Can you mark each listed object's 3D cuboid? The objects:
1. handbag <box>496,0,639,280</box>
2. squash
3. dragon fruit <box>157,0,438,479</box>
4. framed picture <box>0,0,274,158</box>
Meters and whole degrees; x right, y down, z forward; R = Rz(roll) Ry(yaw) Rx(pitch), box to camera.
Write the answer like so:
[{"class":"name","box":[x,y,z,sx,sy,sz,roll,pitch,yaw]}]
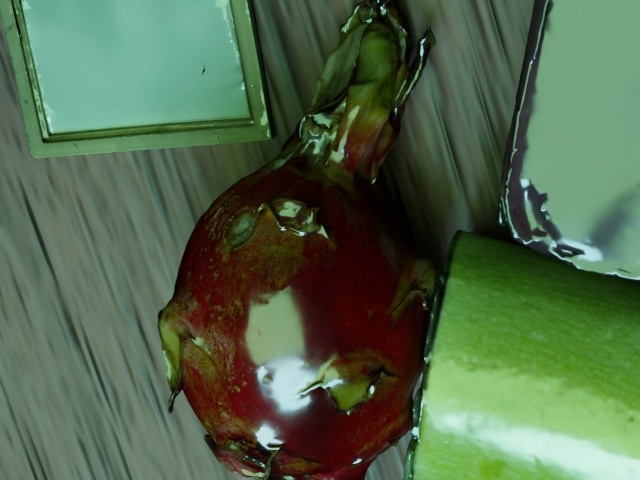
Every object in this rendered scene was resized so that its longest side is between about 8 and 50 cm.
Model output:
[{"class":"handbag","box":[0.191,-0.073,0.574,0.216,0.074,0.203,11,112,15]},{"class":"squash","box":[0.131,0.072,0.621,0.187,0.123,0.123,16,113,15]},{"class":"dragon fruit","box":[0.000,0.000,0.662,0.125,0.125,0.246,22,99,28]},{"class":"framed picture","box":[-0.101,-0.141,0.697,0.136,0.010,0.201,-3,108,21]}]
